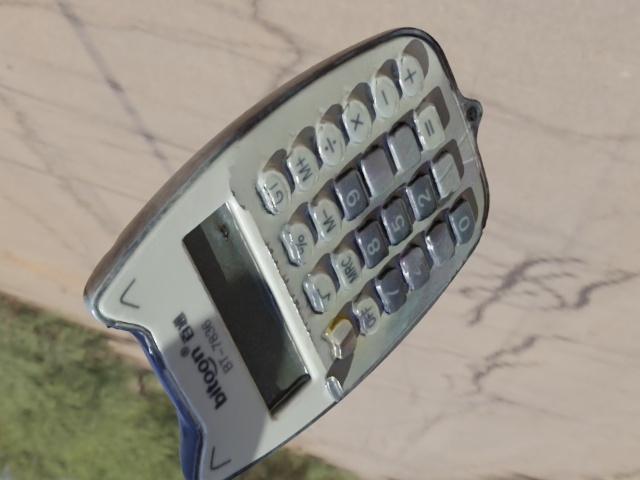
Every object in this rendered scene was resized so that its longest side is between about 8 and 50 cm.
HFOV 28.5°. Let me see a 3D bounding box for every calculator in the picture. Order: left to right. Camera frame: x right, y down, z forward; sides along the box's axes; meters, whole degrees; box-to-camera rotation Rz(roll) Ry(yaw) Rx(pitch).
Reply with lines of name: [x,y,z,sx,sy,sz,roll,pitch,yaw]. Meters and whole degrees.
calculator: [0.000,0.000,0.678,0.040,0.268,0.177,22,142,49]
